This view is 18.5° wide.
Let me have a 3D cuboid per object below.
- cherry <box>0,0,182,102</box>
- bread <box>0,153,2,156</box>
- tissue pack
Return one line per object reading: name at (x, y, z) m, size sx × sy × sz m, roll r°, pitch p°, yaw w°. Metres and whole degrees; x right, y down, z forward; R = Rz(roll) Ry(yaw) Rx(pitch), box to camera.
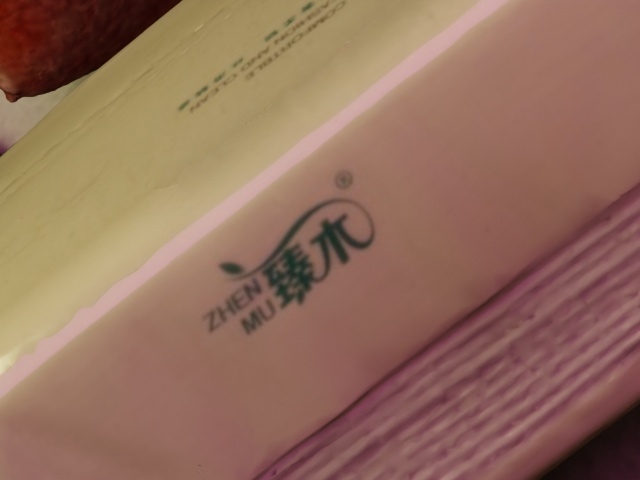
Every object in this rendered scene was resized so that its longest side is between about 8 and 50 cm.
cherry at (-0.138, -0.211, 1.031) m, size 0.239 × 0.239 × 0.206 m, roll -38°, pitch 56°, yaw 5°
bread at (-0.234, -0.033, 1.091) m, size 0.115 × 0.056 × 0.082 m, roll 20°, pitch 81°, yaw 26°
tissue pack at (0.000, 0.000, 0.852) m, size 0.380 × 0.207 × 0.297 m, roll -39°, pitch 18°, yaw 3°
